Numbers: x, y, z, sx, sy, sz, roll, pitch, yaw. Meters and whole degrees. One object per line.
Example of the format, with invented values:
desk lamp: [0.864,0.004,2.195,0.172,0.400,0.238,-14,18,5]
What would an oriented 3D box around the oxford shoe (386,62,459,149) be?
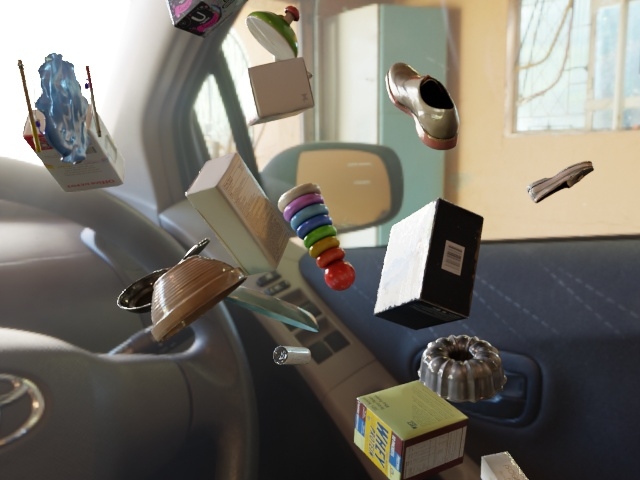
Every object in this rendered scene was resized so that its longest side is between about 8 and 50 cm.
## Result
oxford shoe: [0.273,-0.388,1.456,0.122,0.130,0.348,-15,50,-13]

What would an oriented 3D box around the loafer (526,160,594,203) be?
loafer: [0.459,-0.108,1.060,0.125,0.039,0.045,-24,-34,21]

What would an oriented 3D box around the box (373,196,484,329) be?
box: [0.346,0.087,1.808,0.178,0.344,0.312,21,-21,-15]

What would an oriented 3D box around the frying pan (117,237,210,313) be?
frying pan: [-0.433,0.104,1.546,0.197,0.053,0.326,-12,24,15]

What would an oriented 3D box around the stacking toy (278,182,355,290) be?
stacking toy: [0.000,0.000,1.650,0.141,0.331,0.141,-24,-16,-7]

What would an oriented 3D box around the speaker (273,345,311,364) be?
speaker: [-0.086,0.355,1.719,0.055,0.055,0.136,5,-8,32]

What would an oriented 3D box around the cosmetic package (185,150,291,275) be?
cosmetic package: [-0.217,-0.068,1.540,0.113,0.310,0.160,-13,36,29]

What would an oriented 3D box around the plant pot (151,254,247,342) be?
plant pot: [-0.285,0.110,1.221,0.237,0.110,0.237,-38,-3,-3]

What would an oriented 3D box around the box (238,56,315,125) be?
box: [-0.121,-0.383,1.456,0.148,0.127,0.232,-15,10,-12]

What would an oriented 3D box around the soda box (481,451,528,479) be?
soda box: [0.458,0.601,1.313,0.073,0.069,0.216,-7,19,-8]

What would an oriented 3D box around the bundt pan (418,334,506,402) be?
bundt pan: [0.533,0.464,2.108,0.330,0.124,0.331,-5,20,2]

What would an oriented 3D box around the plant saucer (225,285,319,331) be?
plant saucer: [-0.146,0.189,1.589,0.317,0.044,0.317,20,-11,4]

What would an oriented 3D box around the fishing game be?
fishing game: [-0.440,-0.220,0.948,0.041,0.189,0.264,-4,19,0]

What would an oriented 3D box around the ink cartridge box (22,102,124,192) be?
ink cartridge box: [-0.842,-0.316,1.934,0.225,0.131,0.306,-7,-29,-1]

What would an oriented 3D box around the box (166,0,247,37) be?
box: [-0.345,-0.771,1.710,0.247,0.164,0.142,-26,-13,33]

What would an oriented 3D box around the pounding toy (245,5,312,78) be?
pounding toy: [-0.104,-0.614,1.652,0.182,0.110,0.237,32,-8,35]

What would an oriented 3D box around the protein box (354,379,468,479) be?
protein box: [0.224,0.479,1.406,0.201,0.136,0.199,-7,19,-29]
